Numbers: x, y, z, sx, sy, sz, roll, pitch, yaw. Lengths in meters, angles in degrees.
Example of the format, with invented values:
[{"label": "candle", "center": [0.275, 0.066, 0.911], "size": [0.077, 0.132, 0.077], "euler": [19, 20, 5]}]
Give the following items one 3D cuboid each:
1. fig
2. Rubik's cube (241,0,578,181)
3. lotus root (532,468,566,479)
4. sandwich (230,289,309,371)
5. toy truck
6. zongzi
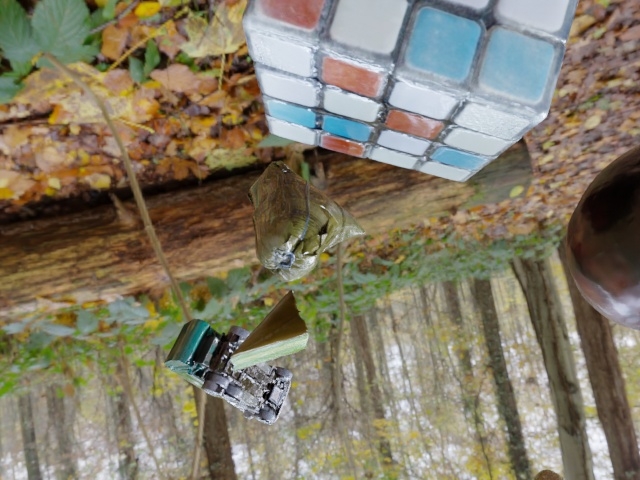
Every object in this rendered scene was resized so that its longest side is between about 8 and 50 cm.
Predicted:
[{"label": "fig", "center": [0.332, -0.033, 0.470], "size": [0.204, 0.249, 0.186], "euler": [16, 164, -7]}, {"label": "Rubik's cube", "center": [0.089, -0.230, 0.535], "size": [0.257, 0.258, 0.253], "euler": [16, 175, 0]}, {"label": "lotus root", "center": [0.355, 0.399, 0.814], "size": [0.062, 0.073, 0.150], "euler": [-33, 171, 23]}, {"label": "sandwich", "center": [-0.084, 0.132, 0.777], "size": [0.117, 0.074, 0.074], "euler": [-15, 151, -15]}, {"label": "toy truck", "center": [-0.158, 0.228, 0.929], "size": [0.124, 0.114, 0.253], "euler": [3, 146, 34]}, {"label": "zongzi", "center": [0.000, 0.000, 1.003], "size": [0.274, 0.250, 0.125], "euler": [29, 121, -28]}]
